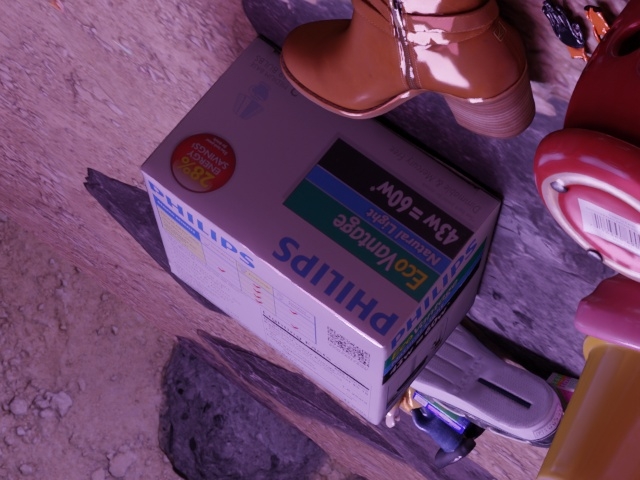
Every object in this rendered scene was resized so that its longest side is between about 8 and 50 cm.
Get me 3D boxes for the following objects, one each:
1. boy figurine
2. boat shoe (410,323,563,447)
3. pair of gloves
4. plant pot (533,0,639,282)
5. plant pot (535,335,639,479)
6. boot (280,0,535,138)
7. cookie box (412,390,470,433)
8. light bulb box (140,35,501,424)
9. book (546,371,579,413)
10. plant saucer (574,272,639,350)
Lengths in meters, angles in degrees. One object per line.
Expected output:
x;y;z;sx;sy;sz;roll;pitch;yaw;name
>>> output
0.126;0.209;2.233;0.285;0.177;0.092;48;132;-7;boy figurine
0.199;0.198;2.082;0.335;0.121;0.119;35;165;37;boat shoe
0.222;-0.171;1.233;0.083;0.010;0.074;24;160;50;pair of gloves
0.268;-0.072;1.117;0.191;0.174;0.191;35;162;13;plant pot
0.357;0.205;1.567;0.254;0.239;0.254;36;164;12;plant pot
0.052;-0.199;1.346;0.283;0.109;0.220;25;161;34;boot
0.201;0.209;2.166;0.092;0.107;0.040;36;162;8;cookie box
0.000;0.000;1.810;0.358;0.225;0.361;36;163;12;light bulb box
0.373;0.225;1.972;0.096;0.035;0.144;51;160;-28;book
0.381;0.075;1.236;0.332;0.084;0.332;14;-178;0;plant saucer
